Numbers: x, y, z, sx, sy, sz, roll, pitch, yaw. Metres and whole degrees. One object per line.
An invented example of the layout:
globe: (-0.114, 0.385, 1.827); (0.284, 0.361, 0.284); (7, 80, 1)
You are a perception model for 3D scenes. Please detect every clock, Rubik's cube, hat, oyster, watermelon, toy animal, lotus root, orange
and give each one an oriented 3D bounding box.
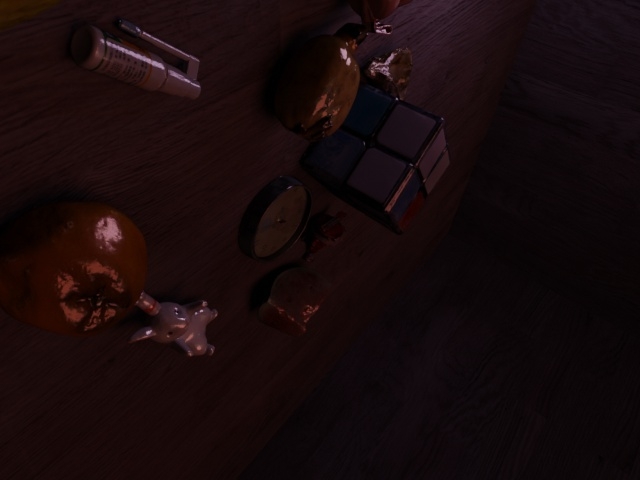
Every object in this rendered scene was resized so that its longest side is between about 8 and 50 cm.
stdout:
clock: (-0.127, -0.058, 1.294); (0.280, 0.055, 0.281); (-44, 154, -29)
Rubik's cube: (0.185, -0.243, 1.342); (0.316, 0.318, 0.313); (-56, 158, 1)
hat: (-0.001, -0.003, 1.581); (0.227, 0.128, 0.140); (-54, -172, 42)
oyster: (0.230, -0.512, 1.391); (0.396, 0.111, 0.204); (34, 72, -66)
watermelon: (-0.093, 0.226, 1.542); (0.318, 0.226, 0.148); (-8, 155, -46)
toy animal: (-0.359, 0.210, 1.070); (0.282, 0.138, 0.141); (68, 27, -67)
lotus root: (0.010, -0.383, 1.016); (0.310, 0.182, 0.183); (-62, 157, 0)
orange: (-0.403, 0.052, 0.736); (0.249, 0.183, 0.249); (-42, 153, -27)

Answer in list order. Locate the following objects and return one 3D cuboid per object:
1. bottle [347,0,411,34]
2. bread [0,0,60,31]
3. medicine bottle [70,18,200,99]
bottle: (0.191, -0.641, 1.025); (0.297, 0.173, 0.206); (-49, 148, -18)
bread: (-0.306, -0.324, 0.288); (0.308, 0.348, 0.348); (-43, 153, -15)
medicine bottle: (-0.283, -0.292, 0.701); (0.220, 0.061, 0.092); (-2, 103, -63)
